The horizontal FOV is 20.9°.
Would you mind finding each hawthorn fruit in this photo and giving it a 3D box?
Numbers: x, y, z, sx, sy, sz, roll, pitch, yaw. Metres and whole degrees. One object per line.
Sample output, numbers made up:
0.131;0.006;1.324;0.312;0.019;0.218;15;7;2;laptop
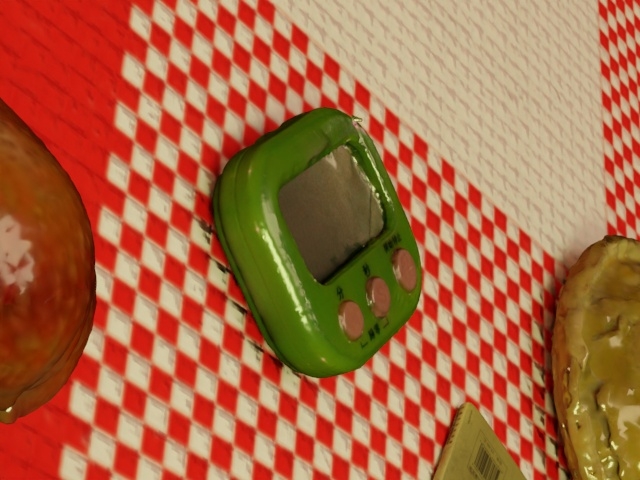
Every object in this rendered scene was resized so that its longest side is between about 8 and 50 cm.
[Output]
-0.168;-0.019;0.589;0.203;0.163;0.163;56;31;8;hawthorn fruit

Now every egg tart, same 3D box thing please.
0.271;0.134;1.184;0.315;0.120;0.315;32;49;-45;egg tart

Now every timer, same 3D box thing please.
0.000;0.000;0.916;0.140;0.047;0.128;-39;108;-57;timer

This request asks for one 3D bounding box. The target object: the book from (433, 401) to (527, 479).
0.102;0.212;0.981;0.168;0.013;0.192;55;35;-21;book
